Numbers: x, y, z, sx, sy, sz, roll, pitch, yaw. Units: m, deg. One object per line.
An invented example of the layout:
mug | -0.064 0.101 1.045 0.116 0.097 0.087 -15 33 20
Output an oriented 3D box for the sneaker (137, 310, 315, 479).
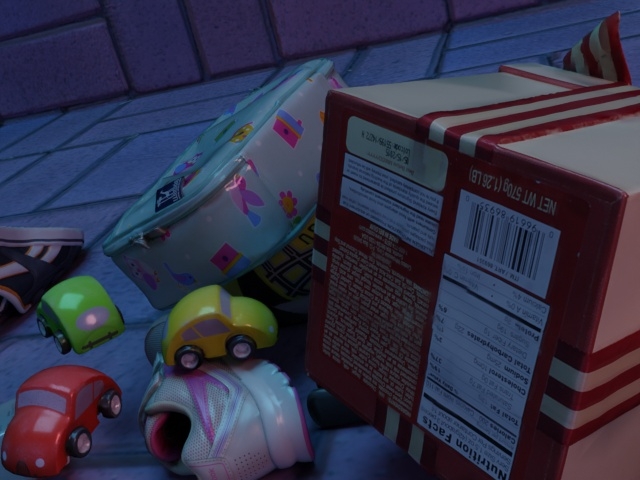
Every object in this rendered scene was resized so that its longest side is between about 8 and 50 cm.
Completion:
sneaker | -0.113 0.134 0.688 0.111 0.102 0.252 -24 23 -25

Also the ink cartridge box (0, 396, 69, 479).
ink cartridge box | -0.331 0.202 0.664 0.225 0.056 0.181 -26 6 -21

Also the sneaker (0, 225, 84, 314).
sneaker | -0.446 0.040 1.118 0.126 0.127 0.321 -3 0 14

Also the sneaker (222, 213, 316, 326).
sneaker | 0.000 0.000 0.873 0.385 0.147 0.145 -9 25 18

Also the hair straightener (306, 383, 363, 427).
hair straightener | 0.098 0.133 0.647 0.231 0.047 0.089 -4 25 15

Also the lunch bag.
lunch bag | -0.088 -0.058 0.797 0.224 0.107 0.279 -19 25 43

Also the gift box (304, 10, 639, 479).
gift box | 0.168 0.001 0.526 0.258 0.276 0.255 -13 34 -38

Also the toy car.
toy car | -0.183 0.076 0.661 0.239 0.053 0.225 -27 31 -32
